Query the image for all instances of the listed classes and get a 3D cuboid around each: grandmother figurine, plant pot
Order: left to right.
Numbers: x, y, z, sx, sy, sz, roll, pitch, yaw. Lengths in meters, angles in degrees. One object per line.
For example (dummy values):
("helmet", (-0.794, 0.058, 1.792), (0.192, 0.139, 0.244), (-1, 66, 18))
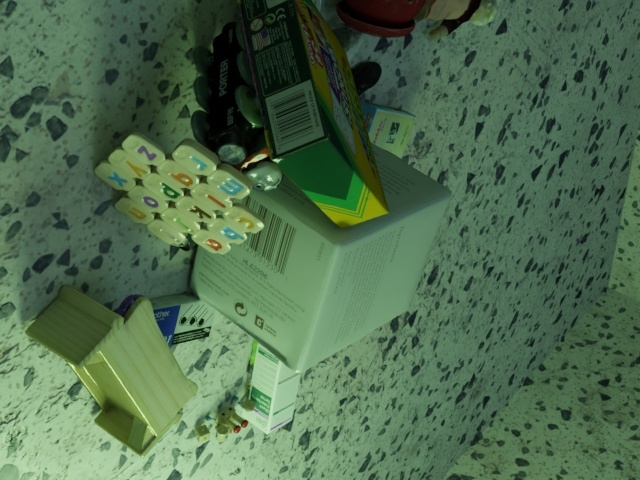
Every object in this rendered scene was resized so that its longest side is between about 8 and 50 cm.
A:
("plant pot", (0.132, -0.515, 1.870), (0.191, 0.191, 0.174), (-24, 137, -45))
("grandmother figurine", (0.326, -0.573, 2.199), (0.208, 0.104, 0.342), (-46, 160, 29))

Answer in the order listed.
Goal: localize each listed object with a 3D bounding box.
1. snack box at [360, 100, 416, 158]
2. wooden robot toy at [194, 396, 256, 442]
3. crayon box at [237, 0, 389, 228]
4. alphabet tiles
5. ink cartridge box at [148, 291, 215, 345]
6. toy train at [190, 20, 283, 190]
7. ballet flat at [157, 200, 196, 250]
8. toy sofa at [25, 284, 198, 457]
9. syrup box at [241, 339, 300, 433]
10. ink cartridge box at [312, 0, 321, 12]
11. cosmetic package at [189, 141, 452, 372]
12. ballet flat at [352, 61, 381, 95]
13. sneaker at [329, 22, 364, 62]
("snack box", (0.111, -0.168, 2.226), (0.187, 0.060, 0.322), (-1, 114, -55))
("wooden robot toy", (-0.225, 0.449, 2.216), (0.173, 0.076, 0.079), (-31, 148, -39))
("crayon box", (-0.011, -0.243, 1.584), (0.106, 0.363, 0.313), (-20, 155, 16))
("alphabet tiles", (-0.242, -0.078, 1.594), (0.278, 0.284, 0.021), (35, 52, -21))
("ink cartridge box", (-0.304, 0.164, 1.900), (0.207, 0.046, 0.097), (-7, 118, -53))
("toy train", (-0.125, -0.240, 1.625), (0.142, 0.334, 0.190), (-26, 135, 23))
("ballet flat", (-0.288, -0.035, 1.752), (0.074, 0.074, 0.203), (-55, 150, -11))
("toy sofa", (-0.382, 0.233, 1.744), (0.177, 0.150, 0.363), (-50, 146, -25))
("syrup box", (-0.116, 0.346, 2.263), (0.096, 0.093, 0.237), (-20, 130, -48))
("ink cartridge box", (-0.069, -0.460, 1.742), (0.150, 0.063, 0.109), (-27, 134, -43))
("cosmetic package", (0.000, 0.000, 1.911), (0.393, 0.329, 0.328), (-23, 139, -46))
("ballet flat", (0.075, -0.348, 2.065), (0.173, 0.049, 0.057), (-43, 101, -29))
("sneaker", (0.010, -0.354, 1.931), (0.232, 0.090, 0.115), (-48, 153, -5))
